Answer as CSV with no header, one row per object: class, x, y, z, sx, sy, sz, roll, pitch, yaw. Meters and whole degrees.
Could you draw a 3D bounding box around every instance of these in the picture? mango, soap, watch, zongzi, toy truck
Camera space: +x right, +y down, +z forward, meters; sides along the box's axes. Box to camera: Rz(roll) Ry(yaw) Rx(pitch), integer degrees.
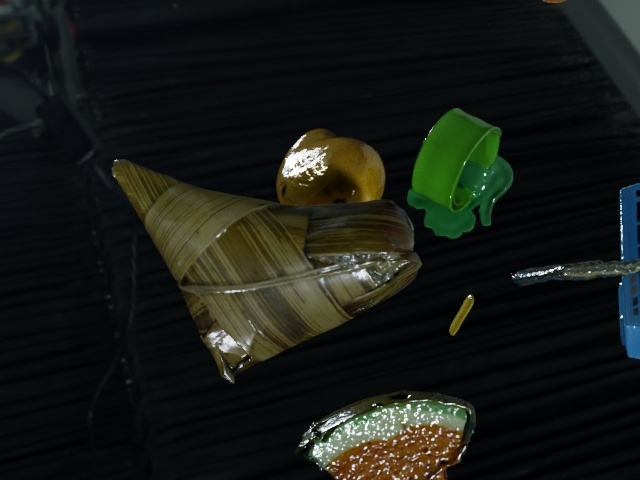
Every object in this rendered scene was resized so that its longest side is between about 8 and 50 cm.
mango,0.014,-0.088,1.253,0.109,0.157,0.262,49,-174,-22
soap,0.267,0.141,1.623,0.034,0.012,0.089,-94,28,-67
watch,0.190,-0.090,1.196,0.131,0.165,0.152,33,-179,22
zongzi,-0.062,-0.020,0.970,0.288,0.286,0.134,59,-167,-13
toy truck,0.686,0.049,1.729,0.161,0.162,0.385,63,-148,-48

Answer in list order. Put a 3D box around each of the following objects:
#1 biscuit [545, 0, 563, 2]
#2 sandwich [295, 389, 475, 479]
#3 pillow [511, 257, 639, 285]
biscuit,0.221,-0.365,0.971,0.036,0.192,0.186,-131,39,-81
sandwich,0.129,0.350,1.455,0.212,0.292,0.109,60,-179,-7
pillow,0.451,0.045,1.370,0.189,0.255,0.034,168,96,-77
